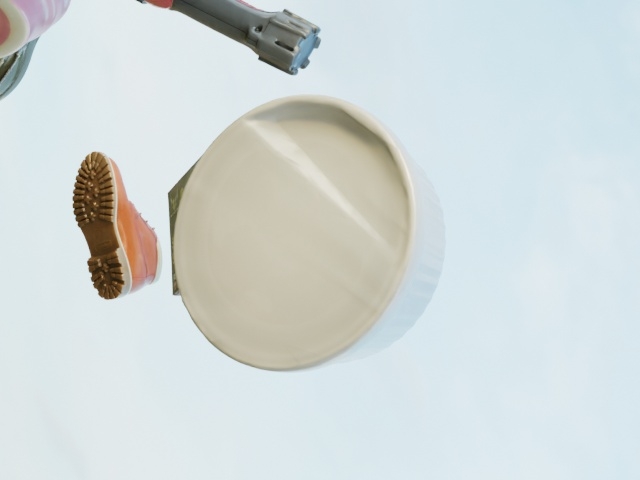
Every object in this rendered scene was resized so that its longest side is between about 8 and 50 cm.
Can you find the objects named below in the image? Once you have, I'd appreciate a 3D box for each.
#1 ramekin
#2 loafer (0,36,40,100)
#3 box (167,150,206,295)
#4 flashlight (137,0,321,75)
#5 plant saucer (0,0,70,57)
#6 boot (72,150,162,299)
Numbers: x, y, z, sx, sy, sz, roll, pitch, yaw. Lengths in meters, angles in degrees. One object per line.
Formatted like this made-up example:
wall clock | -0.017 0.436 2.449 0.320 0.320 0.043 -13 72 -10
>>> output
ramekin | 0.000 0.000 1.509 0.127 0.273 0.273 17 41 -59
loafer | -0.434 -0.285 2.083 0.094 0.087 0.251 44 -67 16
box | -0.188 -0.023 2.467 0.231 0.056 0.183 145 -57 -64
flashlight | -0.143 -0.336 2.175 0.304 0.103 0.103 27 -12 12
plant saucer | -0.457 -0.299 1.784 0.332 0.332 0.084 128 -30 -67
boot | -0.215 -0.019 1.646 0.059 0.084 0.158 -9 -88 36
